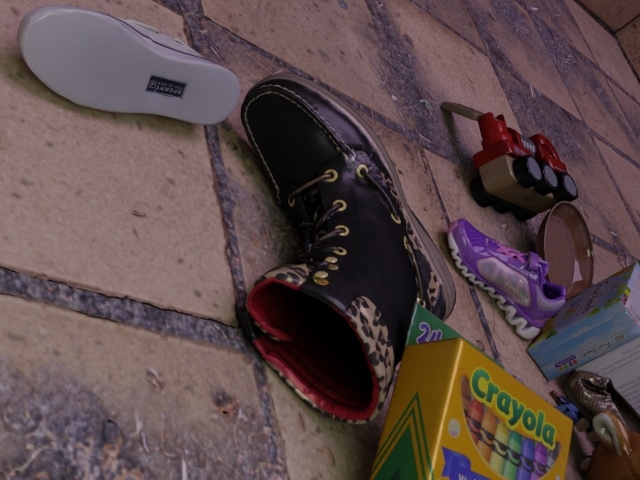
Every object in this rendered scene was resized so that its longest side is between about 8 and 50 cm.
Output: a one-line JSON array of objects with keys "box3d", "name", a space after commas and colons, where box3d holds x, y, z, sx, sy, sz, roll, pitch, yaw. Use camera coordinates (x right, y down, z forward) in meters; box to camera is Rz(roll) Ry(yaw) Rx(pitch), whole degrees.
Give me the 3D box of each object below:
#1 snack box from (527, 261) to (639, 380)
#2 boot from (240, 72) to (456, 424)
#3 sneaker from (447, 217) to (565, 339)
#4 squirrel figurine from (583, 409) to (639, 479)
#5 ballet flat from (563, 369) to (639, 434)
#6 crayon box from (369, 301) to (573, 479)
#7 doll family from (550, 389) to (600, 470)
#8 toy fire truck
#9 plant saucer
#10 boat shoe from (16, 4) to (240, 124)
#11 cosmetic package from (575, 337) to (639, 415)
[{"box3d": [0.447, 0.128, 1.398, 0.070, 0.174, 0.207, 55, 31, 1], "name": "snack box"}, {"box3d": [0.000, 0.000, 0.965, 0.377, 0.138, 0.284, 58, 30, -9], "name": "boot"}, {"box3d": [0.299, 0.044, 1.352, 0.236, 0.104, 0.095, 45, 33, -12], "name": "sneaker"}, {"box3d": [0.461, 0.344, 1.009, 0.281, 0.397, 0.370, 32, 23, -15], "name": "squirrel figurine"}, {"box3d": [0.458, 0.274, 1.242, 0.250, 0.058, 0.084, 43, 29, -3], "name": "ballet flat"}, {"box3d": [0.150, 0.241, 0.857, 0.203, 0.083, 0.322, 36, 56, -30], "name": "crayon box"}, {"box3d": [0.417, 0.299, 1.288, 0.111, 0.076, 0.193, -5, 60, -50], "name": "doll family"}, {"box3d": [0.346, -0.173, 1.620, 0.217, 0.159, 0.246, 14, 59, -47], "name": "toy fire truck"}, {"box3d": [0.445, 0.028, 1.578, 0.199, 0.036, 0.198, 10, 76, -46], "name": "plant saucer"}, {"box3d": [-0.207, -0.195, 0.924, 0.268, 0.096, 0.088, 4, 28, -45], "name": "boat shoe"}, {"box3d": [0.527, 0.249, 1.379, 0.183, 0.151, 0.151, 64, 17, 15], "name": "cosmetic package"}]
